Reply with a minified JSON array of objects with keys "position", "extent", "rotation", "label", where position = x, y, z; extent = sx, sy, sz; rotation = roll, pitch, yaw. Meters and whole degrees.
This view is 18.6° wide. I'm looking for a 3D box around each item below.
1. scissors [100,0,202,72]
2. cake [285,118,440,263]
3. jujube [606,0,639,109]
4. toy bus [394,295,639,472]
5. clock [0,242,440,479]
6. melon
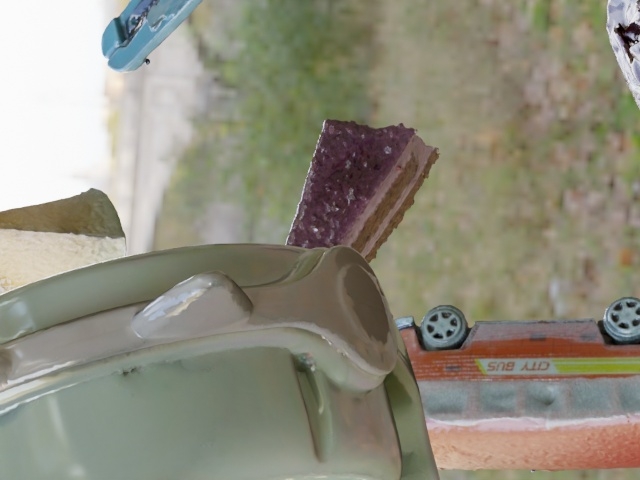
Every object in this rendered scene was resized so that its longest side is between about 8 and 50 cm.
[{"position":[-0.038,-0.252,1.325],"extent":[0.393,0.032,0.180],"rotation":[-45,66,31],"label":"scissors"},{"position":[0.000,0.000,1.978],"extent":[0.295,0.112,0.116],"rotation":[-61,-19,-11],"label":"cake"},{"position":[0.308,-0.135,1.190],"extent":[0.377,0.258,0.258],"rotation":[-77,-8,-80],"label":"jujube"},{"position":[0.179,0.125,1.611],"extent":[0.121,0.265,0.120],"rotation":[66,-154,-55],"label":"toy bus"},{"position":[-0.084,0.097,0.884],"extent":[0.324,0.265,0.109],"rotation":[71,-177,-70],"label":"clock"},{"position":[-0.188,0.049,1.381],"extent":[0.054,0.098,0.182],"rotation":[-114,20,-44],"label":"melon"}]
